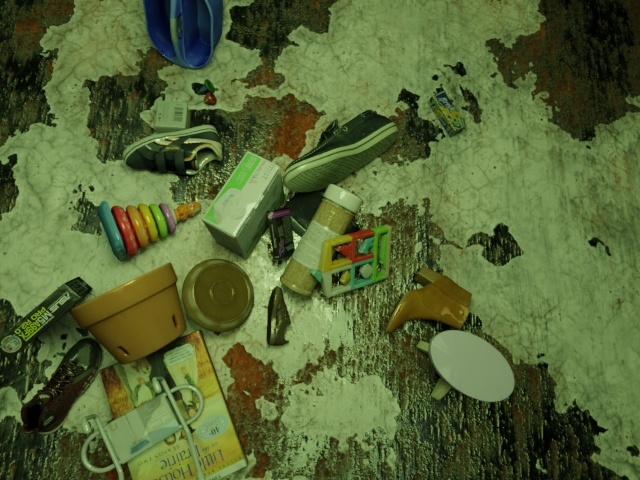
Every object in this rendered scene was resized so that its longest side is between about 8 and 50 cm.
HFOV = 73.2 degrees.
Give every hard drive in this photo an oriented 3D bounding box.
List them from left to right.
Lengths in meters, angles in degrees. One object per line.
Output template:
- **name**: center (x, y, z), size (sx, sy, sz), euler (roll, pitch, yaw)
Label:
- **hard drive**: center (-0.003, -0.072, 1.485), size (0.255, 0.054, 0.172), euler (40, 74, 4)

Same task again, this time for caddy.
- **caddy**: center (-0.469, -0.760, 1.475), size (0.242, 0.341, 0.179), euler (18, 56, -2)

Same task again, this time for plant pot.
- **plant pot**: center (-0.524, 0.216, 1.237), size (0.291, 0.291, 0.203), euler (-26, 96, -14)
- **plant pot**: center (-0.308, 0.165, 1.339), size (0.237, 0.032, 0.236), euler (14, 64, -30)

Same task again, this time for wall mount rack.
- **wall mount rack**: center (-0.465, 0.553, 1.151), size (0.350, 0.130, 0.303), euler (-28, 80, -12)

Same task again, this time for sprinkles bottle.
- **sprinkles bottle**: center (0.000, 0.000, 1.374), size (0.121, 0.121, 0.355), euler (28, 94, 0)

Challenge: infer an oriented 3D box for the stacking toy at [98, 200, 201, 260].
- **stacking toy**: center (-0.526, -0.063, 1.380), size (0.302, 0.175, 0.165), euler (-21, 79, -27)

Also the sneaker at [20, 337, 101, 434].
- **sneaker**: center (-0.725, 0.409, 1.201), size (0.107, 0.162, 0.281), euler (21, 74, -2)

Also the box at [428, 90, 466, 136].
- **box**: center (0.488, -0.489, 1.665), size (0.059, 0.054, 0.168), euler (-27, 81, -13)

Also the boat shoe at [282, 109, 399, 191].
- **boat shoe**: center (0.057, -0.315, 1.478), size (0.501, 0.186, 0.156), euler (-33, 75, -28)

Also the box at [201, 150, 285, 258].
- **box**: center (-0.230, -0.103, 1.366), size (0.127, 0.231, 0.261), euler (28, 74, 9)

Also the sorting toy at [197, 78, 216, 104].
- **sorting toy**: center (-0.413, -0.535, 1.562), size (0.042, 0.061, 0.101), euler (-24, 69, 22)

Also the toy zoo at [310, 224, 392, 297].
- **toy zoo**: center (0.101, 0.069, 1.375), size (0.294, 0.030, 0.192), euler (-14, 117, -29)

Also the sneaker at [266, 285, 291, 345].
- **sneaker**: center (-0.130, 0.243, 1.388), size (0.071, 0.066, 0.188), euler (10, 79, -22)

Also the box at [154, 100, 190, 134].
- **box**: center (-0.510, -0.414, 1.492), size (0.102, 0.087, 0.101), euler (1, 75, -7)

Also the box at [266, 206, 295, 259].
- **box**: center (-0.127, -0.025, 1.402), size (0.029, 0.116, 0.161), euler (-6, 97, 22)

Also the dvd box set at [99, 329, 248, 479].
- **dvd box set**: center (-0.430, 0.517, 1.265), size (0.308, 0.062, 0.419), euler (-20, 78, -12)

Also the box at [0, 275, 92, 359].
- **box**: center (-0.756, 0.203, 1.197), size (0.216, 0.270, 0.060), euler (-45, 105, -17)

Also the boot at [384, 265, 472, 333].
- **boot**: center (0.365, 0.236, 1.419), size (0.211, 0.104, 0.295), euler (34, 65, 12)

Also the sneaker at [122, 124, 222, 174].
- **sneaker**: center (-0.485, -0.285, 1.441), size (0.322, 0.126, 0.127), euler (-21, 73, -14)

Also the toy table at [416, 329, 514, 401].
- **toy table**: center (0.446, 0.397, 1.365), size (0.274, 0.161, 0.252), euler (43, 74, 6)
